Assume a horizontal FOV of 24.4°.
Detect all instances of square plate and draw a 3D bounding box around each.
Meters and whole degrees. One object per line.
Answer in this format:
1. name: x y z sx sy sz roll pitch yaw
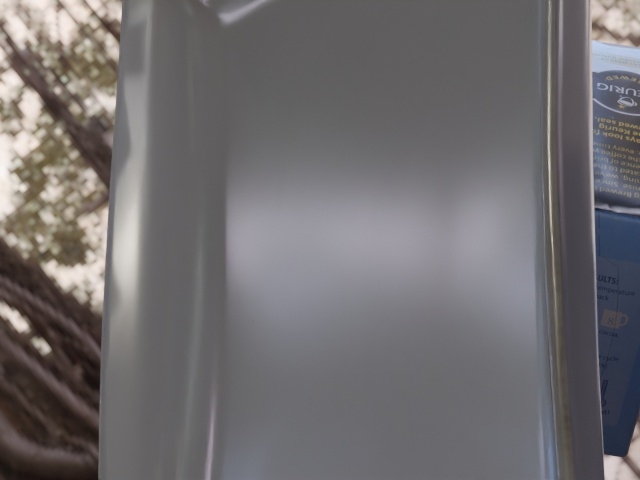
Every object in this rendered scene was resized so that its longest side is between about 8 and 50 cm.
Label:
1. square plate: 0.000 0.000 0.553 0.049 0.347 0.344 6 -11 -29

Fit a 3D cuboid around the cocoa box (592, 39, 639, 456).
1. cocoa box: 0.090 -0.019 1.120 0.228 0.347 0.231 -71 -11 -50
